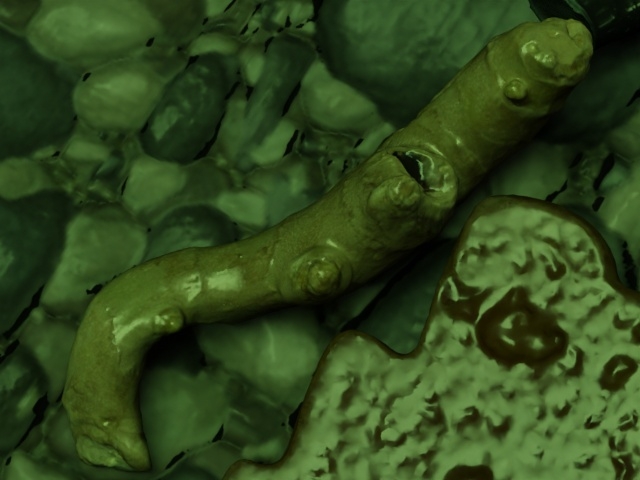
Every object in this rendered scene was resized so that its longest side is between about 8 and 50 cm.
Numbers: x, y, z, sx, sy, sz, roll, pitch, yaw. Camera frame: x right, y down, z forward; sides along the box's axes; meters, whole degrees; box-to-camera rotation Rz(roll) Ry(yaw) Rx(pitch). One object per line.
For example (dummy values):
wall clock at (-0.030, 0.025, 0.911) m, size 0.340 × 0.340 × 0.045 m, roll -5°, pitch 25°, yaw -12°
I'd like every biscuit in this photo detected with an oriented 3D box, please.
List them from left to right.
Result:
biscuit at (0.061, 0.127, 0.821) m, size 0.301 × 0.043 × 0.278 m, roll -23°, pitch 68°, yaw 4°

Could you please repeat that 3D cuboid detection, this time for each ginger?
ginger at (0.000, 0.000, 0.861) m, size 0.288 × 0.089 × 0.075 m, roll -36°, pitch 104°, yaw 3°

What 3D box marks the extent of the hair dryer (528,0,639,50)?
hair dryer at (0.115, -0.199, 0.925) m, size 0.219 × 0.075 × 0.195 m, roll 35°, pitch 71°, yaw 29°
